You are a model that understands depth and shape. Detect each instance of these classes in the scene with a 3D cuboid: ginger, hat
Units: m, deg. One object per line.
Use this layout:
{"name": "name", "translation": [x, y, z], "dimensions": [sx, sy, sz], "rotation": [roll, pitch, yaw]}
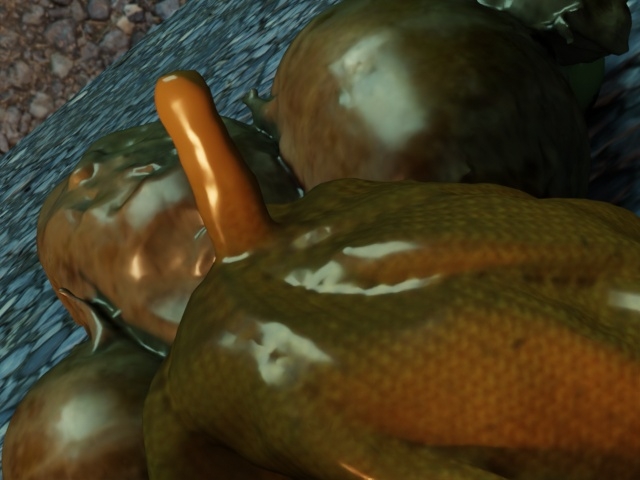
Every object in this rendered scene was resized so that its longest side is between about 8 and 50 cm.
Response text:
{"name": "ginger", "translation": [0.000, 0.000, 0.762], "dimensions": [0.375, 0.176, 0.256], "rotation": [-39, 35, 3]}
{"name": "hat", "translation": [0.032, 0.032, 0.475], "dimensions": [0.233, 0.233, 0.244], "rotation": [-29, 22, 32]}

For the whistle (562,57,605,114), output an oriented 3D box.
{"name": "whistle", "translation": [0.071, -0.073, 0.898], "dimensions": [0.227, 0.085, 0.105], "rotation": [-27, 6, 30]}
